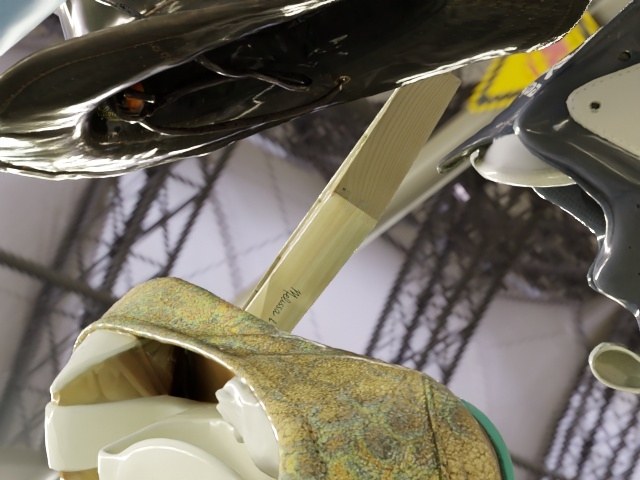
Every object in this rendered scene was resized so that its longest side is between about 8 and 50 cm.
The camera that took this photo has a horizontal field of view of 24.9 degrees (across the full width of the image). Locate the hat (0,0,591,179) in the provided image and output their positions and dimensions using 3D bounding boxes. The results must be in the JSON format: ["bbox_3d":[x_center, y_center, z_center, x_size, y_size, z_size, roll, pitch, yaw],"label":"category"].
[{"bbox_3d":[-0.034,-0.135,0.724,0.331,0.331,0.134,-2,-105,-62],"label":"hat"}]

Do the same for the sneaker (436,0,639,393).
[{"bbox_3d":[0.099,-0.066,0.377,0.094,0.153,0.235,-15,-84,-81],"label":"sneaker"}]

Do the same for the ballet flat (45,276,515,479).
[{"bbox_3d":[-0.058,0.087,0.651,0.123,0.123,0.348,38,165,-29],"label":"ballet flat"}]

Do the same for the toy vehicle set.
[{"bbox_3d":[0.000,0.000,1.059,0.035,0.267,0.166,35,-132,-2],"label":"toy vehicle set"}]

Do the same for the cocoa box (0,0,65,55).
[{"bbox_3d":[-0.136,-0.217,0.420,0.231,0.347,0.228,39,160,19],"label":"cocoa box"}]
